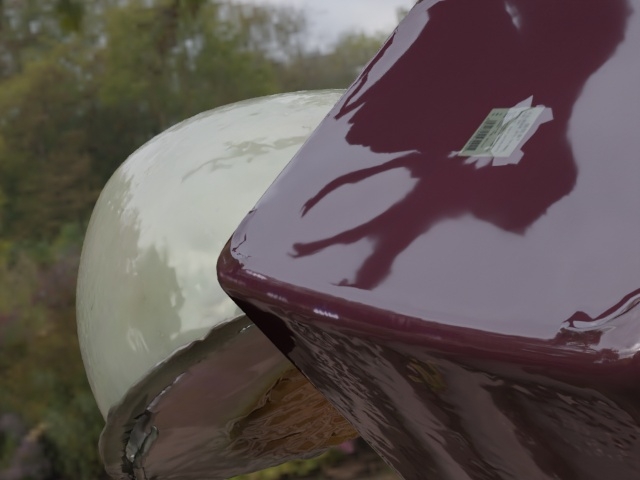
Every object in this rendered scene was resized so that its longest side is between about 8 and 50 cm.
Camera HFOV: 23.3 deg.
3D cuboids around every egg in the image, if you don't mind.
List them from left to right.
[{"bbox_3d":[-0.002,-0.001,0.817,0.286,0.174,0.264,-27,-20,7],"label":"egg"}]

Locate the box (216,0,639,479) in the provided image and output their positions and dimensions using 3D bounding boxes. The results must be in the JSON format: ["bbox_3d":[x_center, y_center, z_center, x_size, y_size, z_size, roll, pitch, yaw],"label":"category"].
[{"bbox_3d":[0.108,0.016,0.511,0.167,0.193,0.294,43,-16,-25],"label":"box"}]
